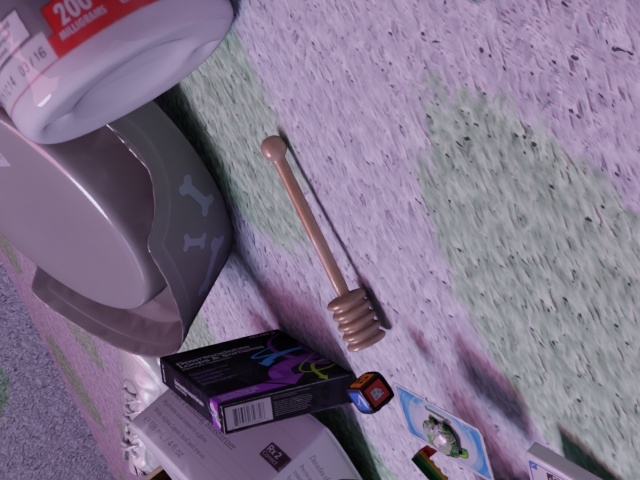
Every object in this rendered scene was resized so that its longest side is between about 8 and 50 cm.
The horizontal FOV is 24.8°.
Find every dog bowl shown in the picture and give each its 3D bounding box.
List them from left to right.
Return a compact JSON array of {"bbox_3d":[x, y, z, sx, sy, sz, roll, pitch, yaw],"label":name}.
[{"bbox_3d":[-0.225,-0.052,1.282,0.349,0.102,0.349,32,153,18],"label":"dog bowl"}]

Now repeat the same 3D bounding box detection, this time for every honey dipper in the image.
[{"bbox_3d":[0.000,0.000,1.006,0.160,0.030,0.030,66,163,-7],"label":"honey dipper"}]

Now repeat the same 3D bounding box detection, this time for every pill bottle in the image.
[{"bbox_3d":[-0.194,-0.220,0.941,0.283,0.161,0.161,57,164,4],"label":"pill bottle"}]

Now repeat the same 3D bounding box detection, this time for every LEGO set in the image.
[{"bbox_3d":[0.122,0.162,0.925,0.244,0.060,0.182,26,145,42],"label":"LEGO set"}]

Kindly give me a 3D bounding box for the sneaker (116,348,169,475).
[{"bbox_3d":[-0.215,0.239,1.909,0.110,0.118,0.292,32,147,61],"label":"sneaker"}]

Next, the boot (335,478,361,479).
[{"bbox_3d":[0.117,0.260,0.889,0.220,0.109,0.283,-31,80,52],"label":"boot"}]

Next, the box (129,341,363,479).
[{"bbox_3d":[-0.049,0.218,1.311,0.181,0.119,0.182,33,159,49],"label":"box"}]

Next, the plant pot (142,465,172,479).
[{"bbox_3d":[-0.096,0.319,1.564,0.237,0.237,0.254,59,179,-1],"label":"plant pot"}]

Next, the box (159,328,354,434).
[{"bbox_3d":[-0.056,0.115,1.211,0.162,0.116,0.029,-160,61,-64],"label":"box"}]
